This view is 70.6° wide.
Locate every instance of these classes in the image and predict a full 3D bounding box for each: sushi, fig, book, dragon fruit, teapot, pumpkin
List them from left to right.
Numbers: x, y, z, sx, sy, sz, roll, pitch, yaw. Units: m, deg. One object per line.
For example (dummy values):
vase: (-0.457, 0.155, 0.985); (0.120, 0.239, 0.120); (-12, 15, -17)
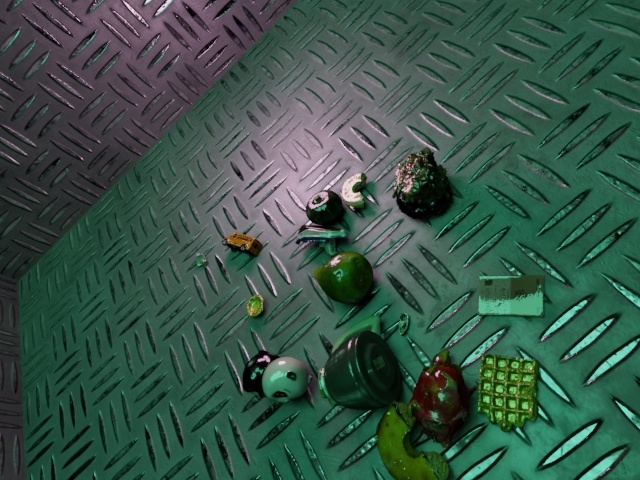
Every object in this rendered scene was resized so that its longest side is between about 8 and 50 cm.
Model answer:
pumpkin: (0.015, -0.143, 1.952); (0.167, 0.125, 0.167); (-7, 60, 12)
fig: (0.062, 0.143, 1.739); (0.275, 0.206, 0.206); (-3, 62, 48)
teapot: (0.105, 0.410, 1.511); (0.239, 0.239, 0.322); (-31, 55, 30)
sushi: (0.369, -0.218, 1.698); (0.225, 0.219, 0.238); (-37, 50, 5)
dragon fruit: (0.366, 0.467, 1.355); (0.198, 0.269, 0.200); (1, 103, 19)
book: (0.606, 0.175, 1.447); (0.198, 0.016, 0.138); (-3, 63, 32)

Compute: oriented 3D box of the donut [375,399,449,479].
donut: (0.255, 0.626, 1.353); (0.152, 0.101, 0.259); (-47, 58, 25)

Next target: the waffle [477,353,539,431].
waffle: (0.543, 0.444, 1.309); (0.160, 0.055, 0.211); (-4, 62, 33)

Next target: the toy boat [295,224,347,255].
toy boat: (0.000, 0.000, 1.901); (0.262, 0.114, 0.115); (8, 101, 36)

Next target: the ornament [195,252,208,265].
ornament: (-0.606, 0.096, 2.288); (0.068, 0.041, 0.092); (-49, 57, 31)

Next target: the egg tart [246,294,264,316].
egg tart: (-0.278, 0.286, 1.960); (0.105, 0.039, 0.105); (-16, 56, 26)

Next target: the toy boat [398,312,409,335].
toy boat: (0.289, 0.293, 1.580); (0.038, 0.038, 0.083); (-4, 62, 32)

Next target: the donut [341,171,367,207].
donut: (0.148, -0.205, 1.939); (0.108, 0.065, 0.166); (-12, 59, 28)

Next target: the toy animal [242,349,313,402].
toy animal: (-0.153, 0.503, 1.653); (0.235, 0.187, 0.165); (3, 75, 37)

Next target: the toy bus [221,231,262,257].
toy bus: (-0.376, 0.015, 2.152); (0.194, 0.083, 0.088); (14, 70, 36)
